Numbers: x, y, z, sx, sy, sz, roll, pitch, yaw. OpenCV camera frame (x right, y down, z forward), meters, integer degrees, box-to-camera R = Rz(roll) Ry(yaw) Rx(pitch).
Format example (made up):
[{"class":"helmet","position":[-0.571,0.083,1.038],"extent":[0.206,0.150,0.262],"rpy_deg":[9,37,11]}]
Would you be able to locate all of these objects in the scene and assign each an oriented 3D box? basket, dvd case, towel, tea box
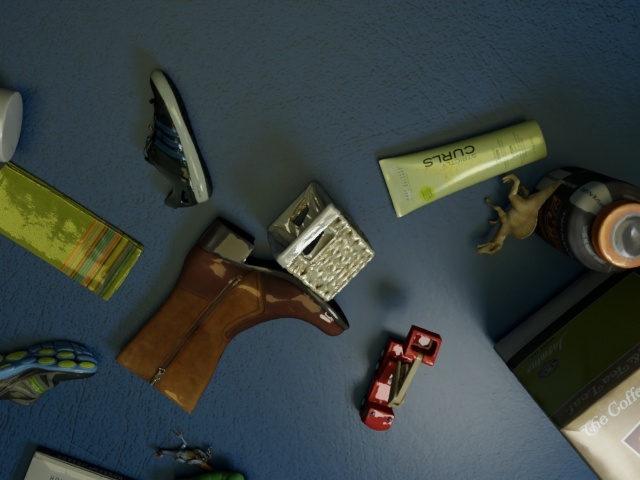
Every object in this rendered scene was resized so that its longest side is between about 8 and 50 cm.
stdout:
[{"class":"basket","position":[0.000,0.000,1.297],"extent":[0.103,0.167,0.113],"rpy_deg":[43,96,-17]},{"class":"dvd case","position":[-0.406,0.463,1.424],"extent":[0.179,0.029,0.239],"rpy_deg":[22,98,-8]},{"class":"towel","position":[-0.389,-0.012,1.336],"extent":[0.237,0.021,0.102],"rpy_deg":[34,96,-9]},{"class":"tea box","position":[0.469,0.175,1.259],"extent":[0.329,0.323,0.220],"rpy_deg":[-39,101,5]}]

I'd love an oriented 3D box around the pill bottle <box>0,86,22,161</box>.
[{"class":"pill bottle","position":[-0.546,-0.180,1.232],"extent":[0.245,0.136,0.136],"rpy_deg":[11,100,-6]}]

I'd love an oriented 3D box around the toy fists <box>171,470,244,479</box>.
[{"class":"toy fists","position":[-0.153,0.496,1.416],"extent":[0.142,0.096,0.279],"rpy_deg":[-6,100,-4]}]

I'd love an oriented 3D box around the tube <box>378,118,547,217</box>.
[{"class":"tube","position":[0.215,-0.113,1.344],"extent":[0.240,0.062,0.070],"rpy_deg":[-18,61,4]}]

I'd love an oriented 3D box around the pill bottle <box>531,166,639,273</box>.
[{"class":"pill bottle","position":[0.392,-0.029,1.275],"extent":[0.130,0.246,0.130],"rpy_deg":[-1,101,-4]}]

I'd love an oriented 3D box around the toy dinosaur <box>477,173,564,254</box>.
[{"class":"toy dinosaur","position":[0.301,-0.050,1.337],"extent":[0.053,0.092,0.183],"rpy_deg":[13,134,-34]}]

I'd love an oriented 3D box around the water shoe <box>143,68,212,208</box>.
[{"class":"water shoe","position":[-0.222,-0.142,1.297],"extent":[0.080,0.073,0.203],"rpy_deg":[-18,101,2]}]

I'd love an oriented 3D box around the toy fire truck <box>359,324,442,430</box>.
[{"class":"toy fire truck","position":[0.117,0.211,1.358],"extent":[0.047,0.135,0.192],"rpy_deg":[20,99,-8]}]

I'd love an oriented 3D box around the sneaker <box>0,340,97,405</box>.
[{"class":"sneaker","position":[-0.430,0.205,1.362],"extent":[0.188,0.067,0.078],"rpy_deg":[-11,123,-4]}]

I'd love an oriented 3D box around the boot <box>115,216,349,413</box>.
[{"class":"boot","position":[-0.130,0.148,1.349],"extent":[0.264,0.096,0.280],"rpy_deg":[33,98,-10]}]

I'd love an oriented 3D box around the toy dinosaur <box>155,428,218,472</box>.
[{"class":"toy dinosaur","position":[-0.215,0.343,1.411],"extent":[0.082,0.047,0.090],"rpy_deg":[-9,113,16]}]
